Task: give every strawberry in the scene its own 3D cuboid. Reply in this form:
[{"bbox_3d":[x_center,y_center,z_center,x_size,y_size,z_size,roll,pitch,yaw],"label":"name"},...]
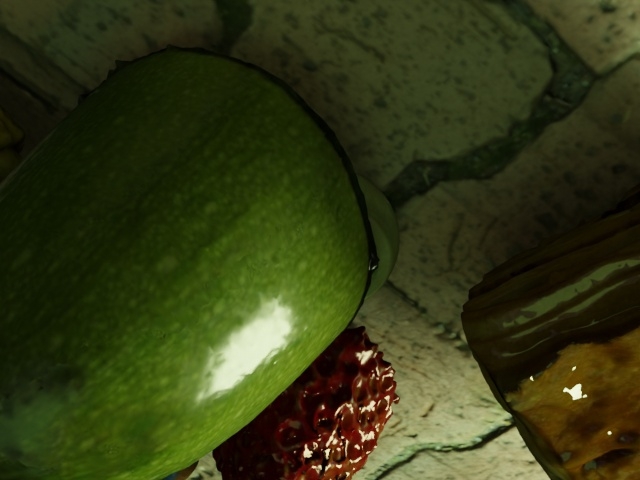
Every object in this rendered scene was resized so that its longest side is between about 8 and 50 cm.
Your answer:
[{"bbox_3d":[-0.041,0.191,0.888,0.234,0.178,0.234,3,123,5],"label":"strawberry"}]

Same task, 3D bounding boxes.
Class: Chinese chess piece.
[{"bbox_3d":[0.000,0.000,0.796,0.144,0.058,0.144,4,129,5],"label":"Chinese chess piece"}]

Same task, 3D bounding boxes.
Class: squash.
[{"bbox_3d":[-0.153,0.048,0.649,0.310,0.309,0.310,14,125,20],"label":"squash"}]

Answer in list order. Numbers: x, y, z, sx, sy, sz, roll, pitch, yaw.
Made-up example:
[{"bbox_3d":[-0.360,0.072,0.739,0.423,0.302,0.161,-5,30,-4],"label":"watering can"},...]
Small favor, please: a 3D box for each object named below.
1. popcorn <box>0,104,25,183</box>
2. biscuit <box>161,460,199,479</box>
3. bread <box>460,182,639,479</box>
[{"bbox_3d":[-0.364,-0.076,0.726,0.226,0.200,0.203,-1,106,49],"label":"popcorn"},{"bbox_3d":[-0.266,0.148,0.909,0.324,0.049,0.205,24,126,11],"label":"biscuit"},{"bbox_3d":[0.307,0.089,0.747,0.314,0.191,0.370,-28,125,22],"label":"bread"}]
